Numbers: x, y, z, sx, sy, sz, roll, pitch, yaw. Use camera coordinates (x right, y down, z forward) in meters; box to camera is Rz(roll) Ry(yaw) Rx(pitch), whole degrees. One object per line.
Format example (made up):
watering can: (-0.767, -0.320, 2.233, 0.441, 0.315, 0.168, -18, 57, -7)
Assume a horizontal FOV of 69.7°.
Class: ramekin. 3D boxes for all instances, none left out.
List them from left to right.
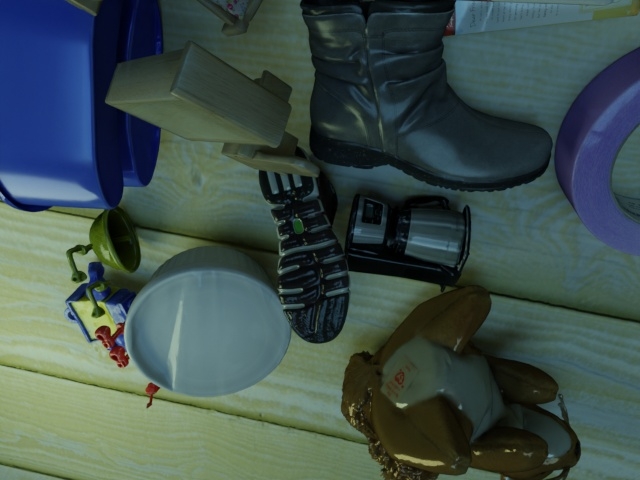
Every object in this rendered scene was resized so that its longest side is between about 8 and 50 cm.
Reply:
ramekin: (-0.194, 0.133, 0.812, 0.272, 0.127, 0.273, -6, 118, -11)

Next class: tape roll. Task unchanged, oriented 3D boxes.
tape roll: (0.460, -0.114, 0.591, 0.274, 0.090, 0.275, 4, 123, 7)

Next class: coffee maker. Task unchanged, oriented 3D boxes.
coffee maker: (0.126, 0.014, 0.719, 0.178, 0.120, 0.172, 9, 125, 6)

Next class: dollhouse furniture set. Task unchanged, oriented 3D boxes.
dollhouse furniture set: (-0.071, -0.281, 0.479, 0.173, 0.356, 0.303, 16, 176, 44)

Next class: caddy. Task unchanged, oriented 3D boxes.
caddy: (-0.325, -0.198, 0.586, 0.179, 0.241, 0.342, 8, 111, -3)

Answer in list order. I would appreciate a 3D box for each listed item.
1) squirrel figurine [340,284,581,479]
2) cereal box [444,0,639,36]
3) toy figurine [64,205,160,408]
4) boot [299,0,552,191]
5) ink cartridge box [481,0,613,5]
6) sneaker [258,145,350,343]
squirrel figurine: (0.249, 0.323, 0.846, 0.370, 0.281, 0.396, 33, 141, -25)
cereal box: (0.236, -0.334, 0.516, 0.239, 0.047, 0.173, 0, 124, 12)
toy figurine: (-0.422, 0.129, 0.864, 0.217, 0.191, 0.363, -5, 120, 19)
boot: (0.139, -0.187, 0.563, 0.337, 0.118, 0.223, 6, 136, 5)
ink cartridge box: (0.152, -0.364, 0.362, 0.225, 0.131, 0.307, 5, 126, 6)
sneaker: (0.000, 0.000, 0.695, 0.106, 0.162, 0.282, -9, 92, 18)
